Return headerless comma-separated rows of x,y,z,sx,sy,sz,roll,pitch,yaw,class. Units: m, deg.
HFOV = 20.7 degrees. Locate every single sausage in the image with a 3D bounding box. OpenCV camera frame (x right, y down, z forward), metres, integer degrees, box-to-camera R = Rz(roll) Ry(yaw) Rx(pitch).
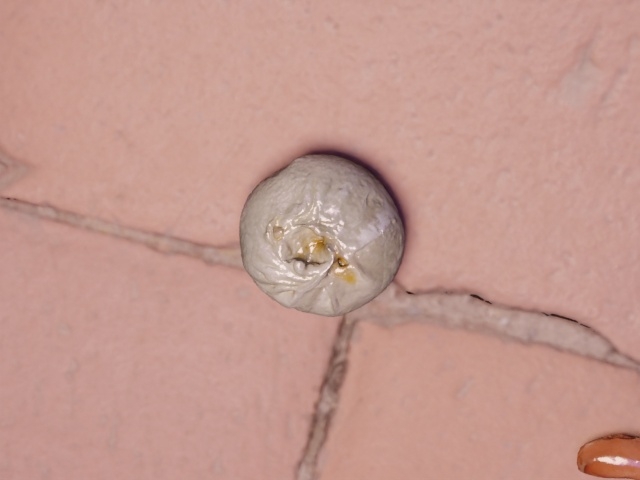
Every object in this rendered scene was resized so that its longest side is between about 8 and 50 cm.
0.310,0.199,1.478,0.186,0.043,0.043,14,107,4,sausage

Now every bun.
0.000,0.000,1.451,0.141,0.083,0.140,2,104,6,bun
